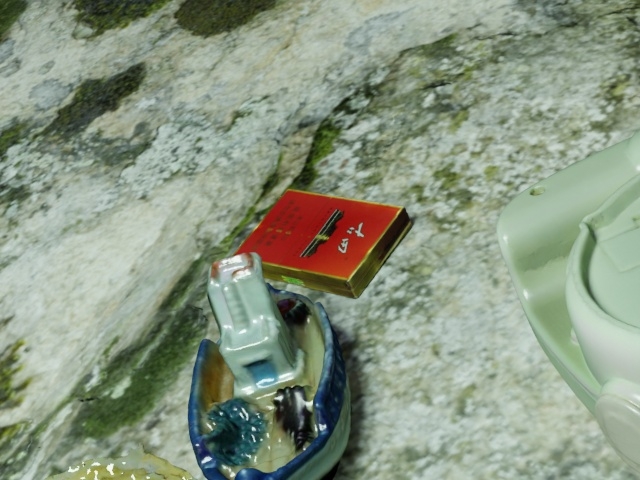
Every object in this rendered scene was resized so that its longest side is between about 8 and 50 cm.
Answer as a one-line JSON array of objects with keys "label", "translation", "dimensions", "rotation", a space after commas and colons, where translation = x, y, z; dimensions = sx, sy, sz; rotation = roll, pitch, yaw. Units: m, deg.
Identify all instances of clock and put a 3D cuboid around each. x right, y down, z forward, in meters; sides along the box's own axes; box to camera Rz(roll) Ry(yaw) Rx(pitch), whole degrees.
[{"label": "clock", "translation": [0.274, 0.027, 0.875], "dimensions": [0.265, 0.109, 0.324], "rotation": [-25, 29, 1]}]

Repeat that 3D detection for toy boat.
[{"label": "toy boat", "translation": [-0.043, 0.097, 0.998], "dimensions": [0.114, 0.115, 0.262], "rotation": [-19, 37, 10]}]

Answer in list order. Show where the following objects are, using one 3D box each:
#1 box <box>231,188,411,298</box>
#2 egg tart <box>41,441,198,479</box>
[{"label": "box", "translation": [0.000, 0.000, 1.170], "dimensions": [0.133, 0.023, 0.090], "rotation": [12, 52, 40]}, {"label": "egg tart", "translation": [-0.149, 0.253, 0.893], "dimensions": [0.231, 0.098, 0.252], "rotation": [8, 52, 29]}]
